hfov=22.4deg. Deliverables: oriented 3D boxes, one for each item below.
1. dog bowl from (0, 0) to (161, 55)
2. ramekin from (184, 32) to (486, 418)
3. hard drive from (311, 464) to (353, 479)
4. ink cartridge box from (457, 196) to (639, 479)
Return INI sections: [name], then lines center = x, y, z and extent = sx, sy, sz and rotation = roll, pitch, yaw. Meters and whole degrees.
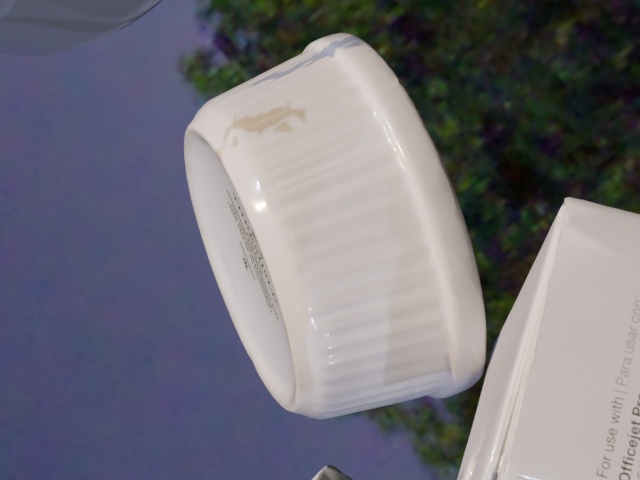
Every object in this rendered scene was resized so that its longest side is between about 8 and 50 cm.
[dog bowl]
center = -0.068, -0.202, 0.377
extent = 0.102, 0.349, 0.348
rotation = 16, -132, -31
[ramekin]
center = 0.000, 0.000, 1.130
extent = 0.127, 0.273, 0.272
rotation = -20, -109, -13
[hard drive]
center = -0.101, 0.380, 1.504
extent = 0.047, 0.353, 0.233
rotation = 36, -139, -3
[ink cartridge box]
center = 0.285, 0.140, 0.920
extent = 0.395, 0.285, 0.166
rotation = 15, -110, 3
